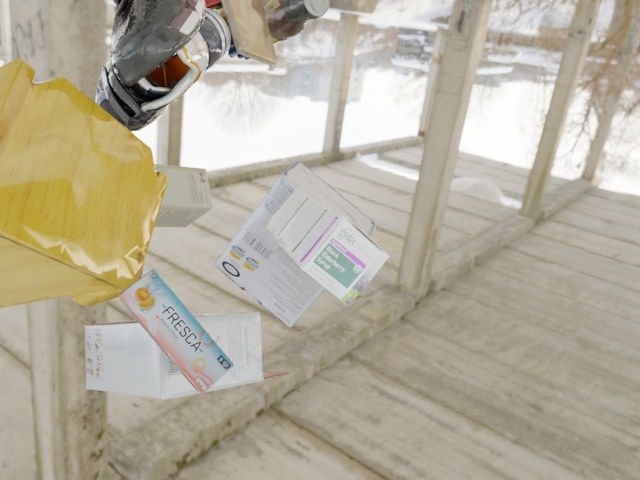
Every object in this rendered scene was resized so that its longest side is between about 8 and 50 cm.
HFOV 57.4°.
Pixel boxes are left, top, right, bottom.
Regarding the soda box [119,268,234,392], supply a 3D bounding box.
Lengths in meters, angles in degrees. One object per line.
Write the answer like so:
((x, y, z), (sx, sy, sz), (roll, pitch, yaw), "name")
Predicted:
((-0.208, 0.131, 0.843), (0.063, 0.183, 0.058), (-40, -177, -21), "soda box")

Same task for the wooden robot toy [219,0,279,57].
((-0.164, -0.420, 1.102), (0.079, 0.173, 0.076), (56, -157, 10), "wooden robot toy")

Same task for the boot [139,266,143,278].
((-0.574, 0.043, 1.385), (0.305, 0.115, 0.112), (-1, -123, -26), "boot")

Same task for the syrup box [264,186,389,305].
((0.000, 0.000, 0.882), (0.093, 0.096, 0.237), (39, -178, -23), "syrup box")

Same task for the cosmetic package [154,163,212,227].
((-0.435, -0.106, 1.392), (0.309, 0.113, 0.160), (2, 161, -41), "cosmetic package")

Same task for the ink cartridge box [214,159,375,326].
((-0.087, 0.033, 1.521), (0.270, 0.395, 0.151), (40, -155, 0), "ink cartridge box")

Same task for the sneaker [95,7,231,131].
((-0.293, -0.262, 0.951), (0.321, 0.126, 0.127), (-26, -161, 37), "sneaker")

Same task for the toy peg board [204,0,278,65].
((-0.154, -0.376, 0.994), (0.079, 0.160, 0.161), (-15, -175, 18), "toy peg board")

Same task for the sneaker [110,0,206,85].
((-0.192, -0.271, 0.553), (0.106, 0.162, 0.281), (-29, -142, 20), "sneaker")

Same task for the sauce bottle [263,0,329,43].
((-0.103, -0.527, 1.385), (0.111, 0.111, 0.344), (-8, -170, -35), "sauce bottle")

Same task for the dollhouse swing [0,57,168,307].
((-0.496, -0.060, 0.933), (0.305, 0.315, 0.347), (4, 161, 24), "dollhouse swing")

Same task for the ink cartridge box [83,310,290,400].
((-0.254, 0.207, 1.103), (0.272, 0.130, 0.309), (2, 171, -43), "ink cartridge box")
